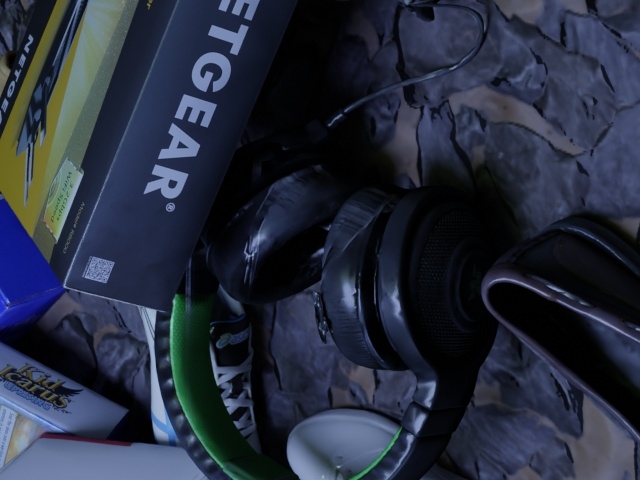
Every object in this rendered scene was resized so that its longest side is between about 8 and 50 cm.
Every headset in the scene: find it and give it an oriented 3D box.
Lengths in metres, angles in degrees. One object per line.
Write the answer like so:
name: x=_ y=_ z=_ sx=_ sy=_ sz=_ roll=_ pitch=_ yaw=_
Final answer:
headset: x=0.000 y=0.000 z=1.224 sx=0.243 sy=0.185 sz=0.394 roll=27 pitch=104 yaw=32

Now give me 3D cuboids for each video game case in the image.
video game case: x=-0.310 y=0.196 z=1.583 sx=0.244 sy=0.061 sz=0.269 roll=28 pitch=129 yaw=8

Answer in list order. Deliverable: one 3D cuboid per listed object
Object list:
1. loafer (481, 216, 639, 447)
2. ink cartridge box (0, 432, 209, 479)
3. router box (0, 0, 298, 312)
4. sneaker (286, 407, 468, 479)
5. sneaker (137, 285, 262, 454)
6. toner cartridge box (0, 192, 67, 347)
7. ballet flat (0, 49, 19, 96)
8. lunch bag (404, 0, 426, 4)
loafer: x=0.222 y=0.105 z=1.123 sx=0.302 sy=0.095 sz=0.109 roll=42 pitch=128 yaw=24
ink cartridge box: x=-0.126 y=0.311 z=1.423 sx=0.226 sy=0.131 sz=0.306 roll=0 pitch=124 yaw=42
router box: x=-0.117 y=-0.141 z=1.228 sx=0.243 sy=0.081 sz=0.308 roll=44 pitch=114 yaw=58
sneaker: x=0.044 y=0.189 z=1.311 sx=0.212 sy=0.094 sz=0.080 roll=24 pitch=120 yaw=35
sneaker: x=-0.085 y=0.103 z=1.404 sx=0.086 sy=0.085 sz=0.237 roll=-5 pitch=102 yaw=47
toner cartridge box: x=-0.371 y=0.068 z=1.654 sx=0.348 sy=0.075 sz=0.165 roll=-42 pitch=74 yaw=41
ballet flat: x=-0.180 y=-0.107 z=1.428 sx=0.232 sy=0.080 sz=0.073 roll=14 pitch=98 yaw=37
lunch bag: x=0.125 y=-0.287 z=1.031 sx=0.287 sy=0.169 sz=0.235 roll=-18 pitch=92 yaw=39
